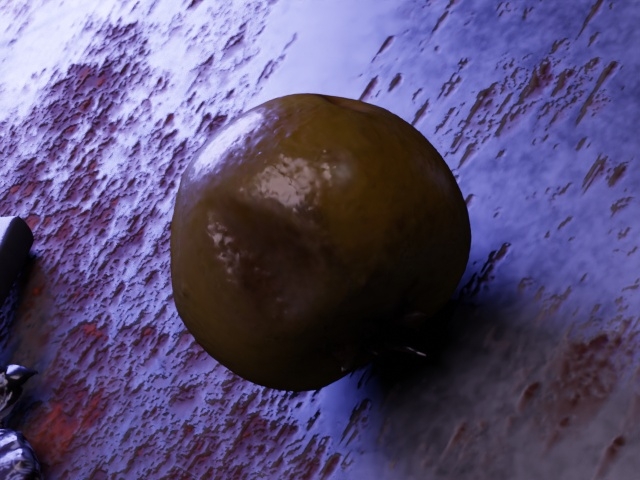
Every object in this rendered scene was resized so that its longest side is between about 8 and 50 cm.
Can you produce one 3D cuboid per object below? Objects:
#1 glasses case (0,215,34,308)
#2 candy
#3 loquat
[{"bbox_3d":[-0.295,0.059,1.607,0.072,0.042,0.190,0,48,24],"label":"glasses case"},{"bbox_3d":[-0.226,0.183,1.494,0.094,0.051,0.226,-29,47,0],"label":"candy"},{"bbox_3d":[-0.005,0.002,1.362,0.213,0.213,0.213,-19,50,24],"label":"loquat"}]
